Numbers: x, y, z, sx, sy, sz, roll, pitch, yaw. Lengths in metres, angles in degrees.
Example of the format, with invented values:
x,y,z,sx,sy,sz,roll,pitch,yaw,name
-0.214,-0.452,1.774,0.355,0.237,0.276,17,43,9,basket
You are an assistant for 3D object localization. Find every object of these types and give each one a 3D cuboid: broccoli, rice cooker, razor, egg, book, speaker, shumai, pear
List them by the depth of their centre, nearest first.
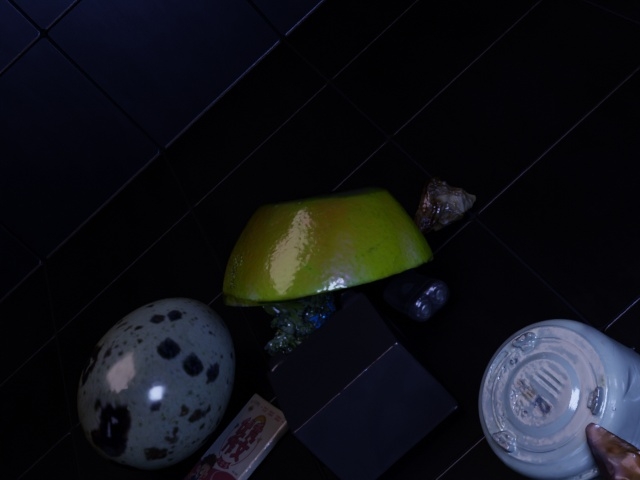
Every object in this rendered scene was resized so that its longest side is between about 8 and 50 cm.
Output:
x,y,z,sx,sy,sz,roll,pitch,yaw,name
0.341,0.230,1.580,0.226,0.244,0.226,-13,67,33,rice cooker
0.061,0.247,1.990,0.232,0.184,0.254,-42,24,3,speaker
0.172,0.101,2.174,0.090,0.054,0.148,-41,21,-10,razor
0.000,-0.003,2.195,0.399,0.165,0.399,-11,4,1,pear
-0.160,0.401,2.246,0.232,0.022,0.162,-50,28,-10,book
0.225,-0.056,2.298,0.105,0.139,0.123,26,101,30,shumai
-0.048,0.146,2.308,0.167,0.160,0.154,-53,-2,7,broccoli
-0.312,0.277,2.343,0.287,0.287,0.379,-13,27,45,egg

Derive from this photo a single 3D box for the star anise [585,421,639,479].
x,y,z,sx,sy,sz,roll,pitch,yaw,name
0.432,0.327,1.351,0.349,0.109,0.292,36,93,25,star anise
